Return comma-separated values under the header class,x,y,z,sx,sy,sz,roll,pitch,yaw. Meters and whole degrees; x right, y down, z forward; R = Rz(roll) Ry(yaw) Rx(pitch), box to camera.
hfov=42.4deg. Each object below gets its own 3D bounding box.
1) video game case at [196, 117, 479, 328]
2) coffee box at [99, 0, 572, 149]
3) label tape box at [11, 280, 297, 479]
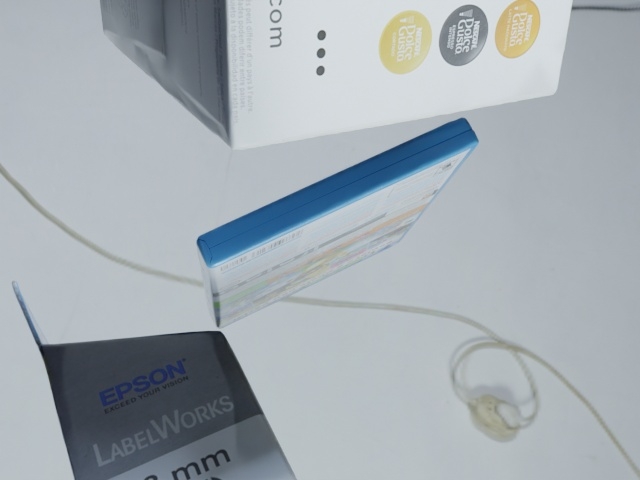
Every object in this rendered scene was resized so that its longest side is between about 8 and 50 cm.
class,x,y,z,sx,sy,sz,roll,pitch,yaw
video game case,0.000,0.000,0.395,0.119,0.166,0.015,-26,80,-12
coffee box,0.002,-0.316,0.732,0.334,0.338,0.338,-13,121,-26
label tape box,-0.061,0.183,0.485,0.106,0.241,0.334,-23,43,-14
